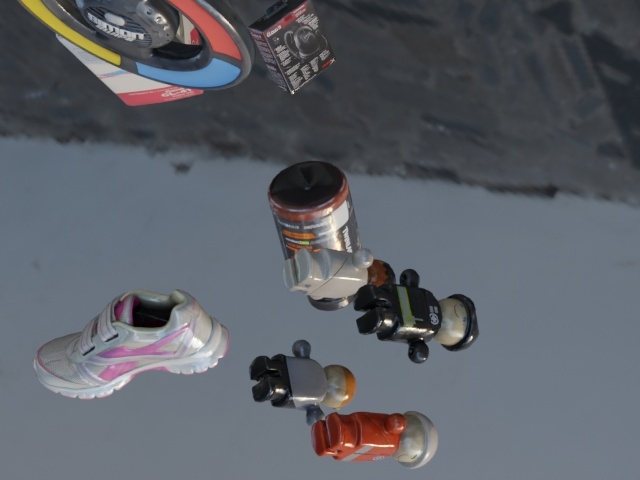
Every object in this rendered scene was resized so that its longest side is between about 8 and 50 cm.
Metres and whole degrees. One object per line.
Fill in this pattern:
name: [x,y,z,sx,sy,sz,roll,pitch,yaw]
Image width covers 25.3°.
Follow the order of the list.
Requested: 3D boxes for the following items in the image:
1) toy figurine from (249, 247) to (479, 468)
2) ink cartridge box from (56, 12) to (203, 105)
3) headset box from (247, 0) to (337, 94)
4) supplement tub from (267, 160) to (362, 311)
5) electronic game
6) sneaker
toy figurine: [0.046,0.119,1.500,0.148,0.213,0.209,9,-169,-37]
ink cartridge box: [-0.267,-0.343,1.999,0.131,0.226,0.306,-6,168,7]
headset box: [-0.029,-0.196,1.397,0.032,0.062,0.083,26,150,52]
supplement tub: [0.000,0.000,1.847,0.106,0.106,0.198,15,139,30]
electronic game: [-0.161,-0.190,1.178,0.229,0.048,0.229,21,163,7]
sneaker: [-0.249,0.116,1.788,0.252,0.103,0.111,-15,129,7]
